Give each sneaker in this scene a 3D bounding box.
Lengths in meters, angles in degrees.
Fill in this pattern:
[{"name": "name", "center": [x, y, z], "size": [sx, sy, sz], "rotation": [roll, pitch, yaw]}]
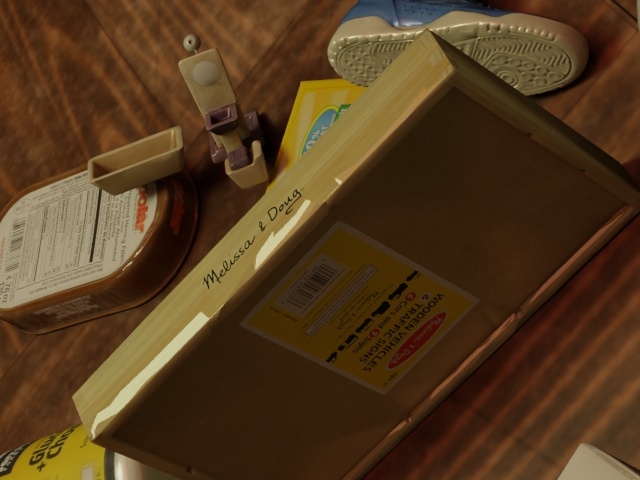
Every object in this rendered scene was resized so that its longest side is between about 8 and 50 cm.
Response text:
[{"name": "sneaker", "center": [0.086, -0.128, 1.064], "size": [0.152, 0.058, 0.084], "rotation": [1, 47, 28]}]

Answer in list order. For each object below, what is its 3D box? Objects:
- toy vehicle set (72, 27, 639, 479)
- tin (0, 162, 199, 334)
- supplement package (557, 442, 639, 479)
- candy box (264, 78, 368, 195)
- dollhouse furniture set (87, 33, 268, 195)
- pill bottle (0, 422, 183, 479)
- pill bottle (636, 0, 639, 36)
[{"name": "toy vehicle set", "center": [0.021, 0.030, 0.957], "size": [0.267, 0.166, 0.035], "rotation": [-45, 43, 16]}, {"name": "tin", "center": [-0.160, 0.002, 1.254], "size": [0.190, 0.040, 0.106], "rotation": [-17, 61, 38]}, {"name": "supplement package", "center": [0.127, 0.197, 0.803], "size": [0.105, 0.105, 0.179], "rotation": [35, 94, 49]}, {"name": "candy box", "center": [0.000, 0.000, 1.101], "size": [0.105, 0.027, 0.206], "rotation": [0, 68, 48]}, {"name": "dollhouse furniture set", "center": [-0.100, -0.070, 1.152], "size": [0.114, 0.081, 0.091], "rotation": [-20, 31, 5]}, {"name": "pill bottle", "center": [-0.139, 0.161, 1.089], "size": [0.184, 0.103, 0.103], "rotation": [-22, 53, 34]}, {"name": "pill bottle", "center": [0.247, -0.058, 0.754], "size": [0.204, 0.204, 0.361], "rotation": [-35, 47, 26]}]
